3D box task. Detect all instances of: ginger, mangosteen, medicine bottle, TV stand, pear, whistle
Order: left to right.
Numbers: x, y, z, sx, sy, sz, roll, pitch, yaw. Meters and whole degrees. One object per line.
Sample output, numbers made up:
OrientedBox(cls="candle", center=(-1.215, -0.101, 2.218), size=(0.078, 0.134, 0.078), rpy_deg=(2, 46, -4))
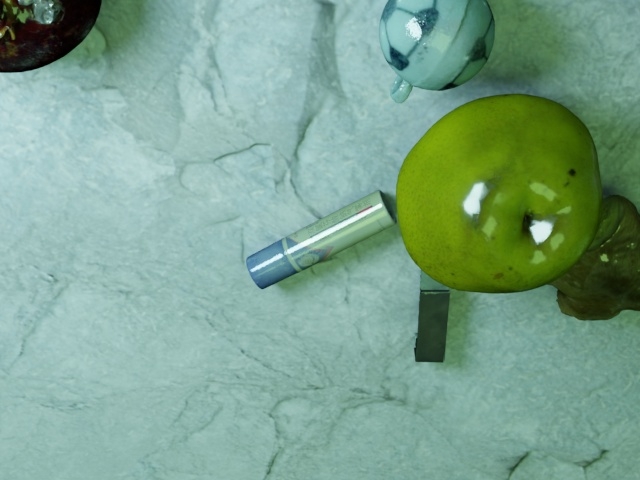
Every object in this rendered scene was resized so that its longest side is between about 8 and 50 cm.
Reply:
OrientedBox(cls="mangosteen", center=(-0.387, -0.302, 1.293), size=(0.235, 0.261, 0.235), rpy_deg=(-2, 120, -3))
OrientedBox(cls="medicine bottle", center=(0.000, 0.000, 1.603), size=(0.231, 0.059, 0.059), rpy_deg=(-27, 118, 13))
OrientedBox(cls="TV stand", center=(0.176, 0.076, 1.665), size=(0.049, 0.040, 0.256), rpy_deg=(0, 121, 0))
OrientedBox(cls="whistle", center=(0.167, -0.298, 1.374), size=(0.163, 0.163, 0.290), rpy_deg=(24, 118, -15))
OrientedBox(cls="pear", center=(0.241, -0.063, 1.451), size=(0.294, 0.294, 0.294), rpy_deg=(-1, 121, -1))
OrientedBox(cls="ginger", center=(0.464, 0.053, 1.613), size=(0.270, 0.123, 0.219), rpy_deg=(35, 123, -23))
